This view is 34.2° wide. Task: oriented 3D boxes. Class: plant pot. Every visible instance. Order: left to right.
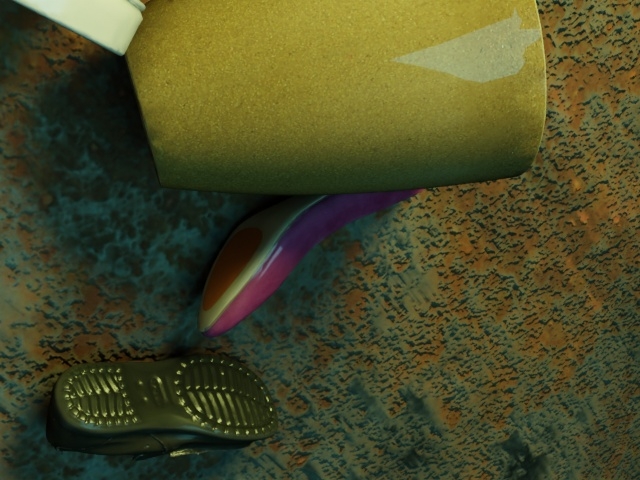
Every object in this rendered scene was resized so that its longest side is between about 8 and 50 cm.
[{"bbox_3d":[-0.007,-0.127,0.745,0.254,0.237,0.237,-16,122,-7],"label":"plant pot"}]

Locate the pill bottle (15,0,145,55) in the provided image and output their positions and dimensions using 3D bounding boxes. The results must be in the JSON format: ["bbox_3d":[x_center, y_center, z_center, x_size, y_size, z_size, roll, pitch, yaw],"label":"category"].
[{"bbox_3d":[-0.094,-0.274,0.568,0.181,0.181,0.323,24,94,-39],"label":"pill bottle"}]

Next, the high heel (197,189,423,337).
[{"bbox_3d":[0.000,0.000,0.883,0.117,0.082,0.244,41,75,-29],"label":"high heel"}]

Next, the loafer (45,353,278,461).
[{"bbox_3d":[-0.136,0.145,0.883,0.220,0.080,0.078,12,139,-37],"label":"loafer"}]
